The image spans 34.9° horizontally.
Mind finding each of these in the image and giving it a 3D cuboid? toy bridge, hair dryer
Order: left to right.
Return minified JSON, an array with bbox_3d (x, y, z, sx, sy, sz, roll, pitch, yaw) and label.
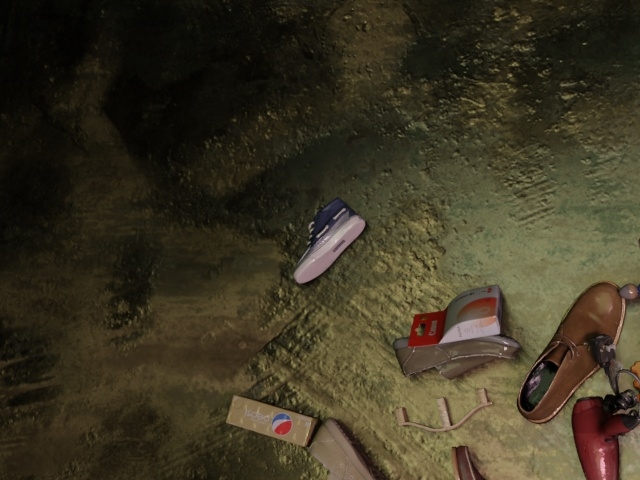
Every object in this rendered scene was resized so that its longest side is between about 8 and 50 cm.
[{"bbox_3d":[0.242,0.336,1.974,0.188,0.026,0.063,-16,75,15],"label":"toy bridge"},{"bbox_3d":[0.496,0.330,1.785,0.080,0.224,0.294,-3,109,2],"label":"hair dryer"}]

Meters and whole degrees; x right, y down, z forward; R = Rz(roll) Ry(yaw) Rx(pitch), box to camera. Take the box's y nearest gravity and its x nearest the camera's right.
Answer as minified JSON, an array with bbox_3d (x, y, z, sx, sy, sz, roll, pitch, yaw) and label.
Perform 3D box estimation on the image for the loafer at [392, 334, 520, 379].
[{"bbox_3d":[0.264,0.225,1.965,0.251,0.094,0.088,-6,82,26],"label":"loafer"}]

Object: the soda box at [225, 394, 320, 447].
[{"bbox_3d":[-0.096,0.367,2.067,0.181,0.058,0.061,13,82,21],"label":"soda box"}]

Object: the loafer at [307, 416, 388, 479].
[{"bbox_3d":[0.069,0.469,1.969,0.092,0.102,0.268,-42,59,7],"label":"loafer"}]

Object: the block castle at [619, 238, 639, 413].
[{"bbox_3d":[0.633,0.230,1.716,0.212,0.303,0.454,-11,73,17],"label":"block castle"}]

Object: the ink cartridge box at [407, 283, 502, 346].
[{"bbox_3d":[0.257,0.143,1.954,0.179,0.145,0.045,-9,110,15],"label":"ink cartridge box"}]

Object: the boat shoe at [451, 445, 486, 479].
[{"bbox_3d":[0.296,0.483,1.899,0.073,0.073,0.207,-15,80,16],"label":"boat shoe"}]

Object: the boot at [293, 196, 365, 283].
[{"bbox_3d":[0.000,0.000,2.121,0.190,0.069,0.086,-42,61,-3],"label":"boot"}]

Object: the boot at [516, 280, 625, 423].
[{"bbox_3d":[0.465,0.203,1.882,0.112,0.115,0.305,33,88,26],"label":"boot"}]
